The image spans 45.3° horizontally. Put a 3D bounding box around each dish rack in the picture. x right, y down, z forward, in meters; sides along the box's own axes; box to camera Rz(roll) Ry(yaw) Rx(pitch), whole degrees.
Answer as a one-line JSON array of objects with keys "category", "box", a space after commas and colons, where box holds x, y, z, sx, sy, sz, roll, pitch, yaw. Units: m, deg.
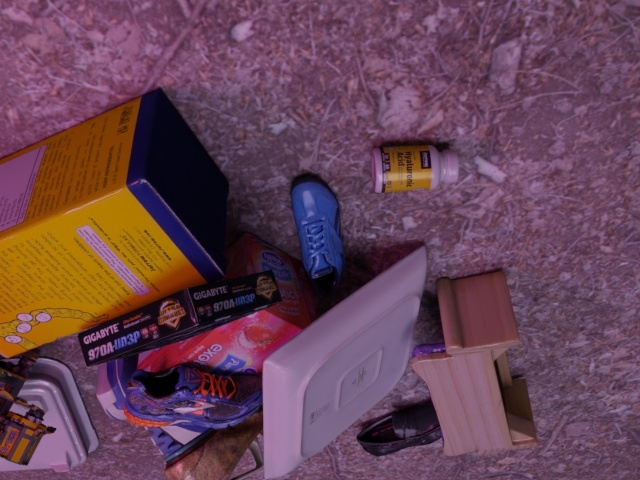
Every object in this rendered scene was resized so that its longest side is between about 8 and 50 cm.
[{"category": "dish rack", "box": [-0.596, 0.352, 1.461, 0.286, 0.072, 0.333, -2, 133, -2]}]

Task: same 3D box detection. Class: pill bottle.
[{"category": "pill bottle", "box": [0.132, -0.102, 1.080, 0.116, 0.065, 0.065, -4, 135, -2]}]

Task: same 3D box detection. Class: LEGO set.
[{"category": "LEGO set", "box": [-0.562, 0.198, 1.203, 0.331, 0.192, 0.255, 31, 161, -24]}]

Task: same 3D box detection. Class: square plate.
[{"category": "square plate", "box": [0.048, 0.214, 1.251, 0.344, 0.049, 0.347, -33, 145, -31]}]

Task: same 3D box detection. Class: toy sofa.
[{"category": "toy sofa", "box": [0.272, 0.230, 1.361, 0.177, 0.150, 0.362, -11, 134, 13]}]

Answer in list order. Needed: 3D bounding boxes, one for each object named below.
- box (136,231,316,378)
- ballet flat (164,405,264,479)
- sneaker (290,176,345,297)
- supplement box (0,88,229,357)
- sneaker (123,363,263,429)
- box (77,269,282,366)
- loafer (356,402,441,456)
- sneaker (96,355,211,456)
[{"category": "box", "box": [-0.157, 0.148, 1.241, 0.142, 0.154, 0.300, 31, 124, -31]}, {"category": "ballet flat", "box": [-0.115, 0.320, 1.297, 0.123, 0.348, 0.123, 16, 120, 29]}, {"category": "sneaker", "box": [0.000, 0.000, 1.159, 0.069, 0.082, 0.209, -8, 133, 5]}, {"category": "supplement box", "box": [-0.324, -0.016, 1.034, 0.357, 0.194, 0.195, -20, 132, 15]}, {"category": "sneaker", "box": [-0.189, 0.231, 1.159, 0.221, 0.083, 0.087, -4, 127, -7]}, {"category": "box", "box": [-0.188, 0.105, 1.033, 0.220, 0.051, 0.175, -23, 173, 33]}, {"category": "loafer", "box": [0.174, 0.378, 1.547, 0.223, 0.076, 0.078, -29, 138, 27]}, {"category": "sneaker", "box": [-0.255, 0.275, 1.389, 0.182, 0.127, 0.315, -20, 140, 9]}]
